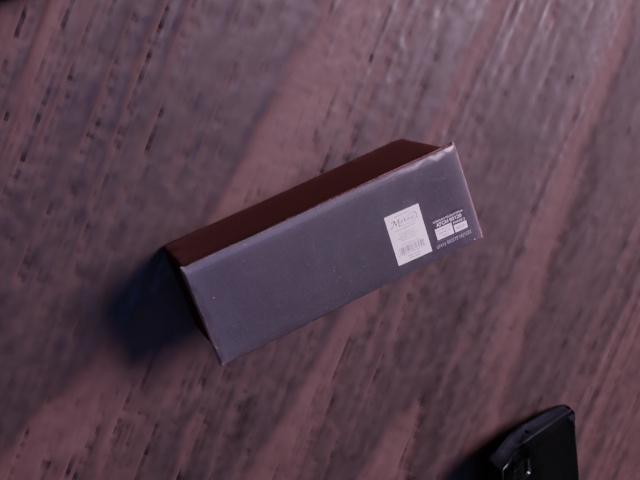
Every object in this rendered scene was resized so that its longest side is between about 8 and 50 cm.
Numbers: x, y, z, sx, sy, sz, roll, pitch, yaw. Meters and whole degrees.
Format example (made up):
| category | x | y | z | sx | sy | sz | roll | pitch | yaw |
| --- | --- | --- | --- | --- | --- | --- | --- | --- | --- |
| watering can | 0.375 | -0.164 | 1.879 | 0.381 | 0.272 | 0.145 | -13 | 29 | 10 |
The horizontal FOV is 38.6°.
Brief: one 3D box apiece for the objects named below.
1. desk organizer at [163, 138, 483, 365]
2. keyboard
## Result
| category | x | y | z | sx | sy | sz | roll | pitch | yaw |
| --- | --- | --- | --- | --- | --- | --- | --- | --- | --- |
| desk organizer | 0.000 | 0.000 | 0.408 | 0.130 | 0.050 | 0.047 | -25 | 109 | -14 |
| keyboard | 0.107 | 0.190 | 0.506 | 0.100 | 0.038 | 0.192 | -19 | 107 | -40 |
